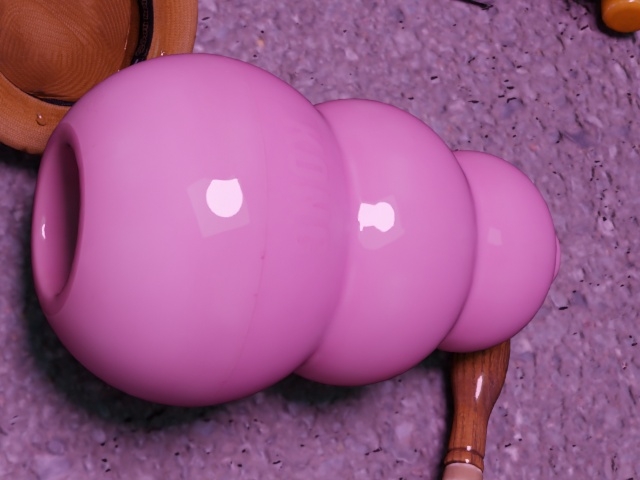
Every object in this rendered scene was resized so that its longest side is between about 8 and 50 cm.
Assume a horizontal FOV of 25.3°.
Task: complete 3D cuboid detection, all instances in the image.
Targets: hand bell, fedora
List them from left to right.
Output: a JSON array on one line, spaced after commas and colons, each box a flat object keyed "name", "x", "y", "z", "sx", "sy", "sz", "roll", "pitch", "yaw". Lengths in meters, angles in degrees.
[{"name": "fedora", "x": -0.172, "y": -0.150, "z": 0.896, "sx": 0.194, "sy": 0.079, "sz": 0.194, "roll": -5, "pitch": 101, "yaw": -29}, {"name": "hand bell", "x": 0.096, "y": 0.137, "z": 0.920, "sx": 0.126, "sy": 0.126, "sz": 0.242, "roll": 22, "pitch": 57, "yaw": -12}]

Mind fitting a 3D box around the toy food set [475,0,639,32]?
[{"name": "toy food set", "x": 0.151, "y": -0.243, "z": 1.034, "sx": 0.232, "sy": 0.111, "sz": 0.104, "roll": 12, "pitch": 59, "yaw": -14}]

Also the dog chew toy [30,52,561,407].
[{"name": "dog chew toy", "x": 0.000, "y": 0.000, "z": 0.867, "sx": 0.332, "sy": 0.206, "sz": 0.206, "roll": 5, "pitch": 73, "yaw": -26}]
